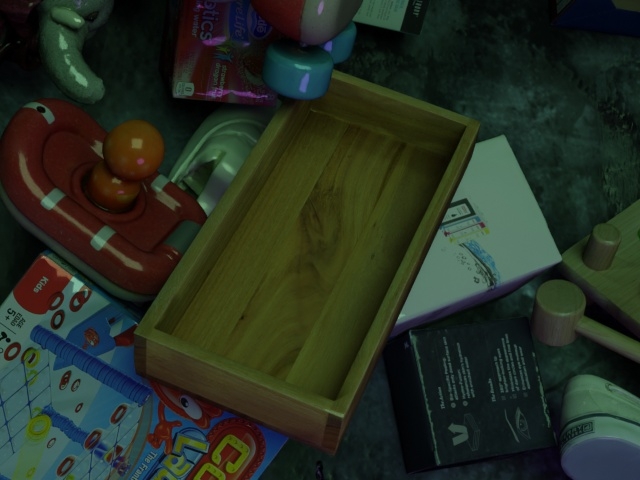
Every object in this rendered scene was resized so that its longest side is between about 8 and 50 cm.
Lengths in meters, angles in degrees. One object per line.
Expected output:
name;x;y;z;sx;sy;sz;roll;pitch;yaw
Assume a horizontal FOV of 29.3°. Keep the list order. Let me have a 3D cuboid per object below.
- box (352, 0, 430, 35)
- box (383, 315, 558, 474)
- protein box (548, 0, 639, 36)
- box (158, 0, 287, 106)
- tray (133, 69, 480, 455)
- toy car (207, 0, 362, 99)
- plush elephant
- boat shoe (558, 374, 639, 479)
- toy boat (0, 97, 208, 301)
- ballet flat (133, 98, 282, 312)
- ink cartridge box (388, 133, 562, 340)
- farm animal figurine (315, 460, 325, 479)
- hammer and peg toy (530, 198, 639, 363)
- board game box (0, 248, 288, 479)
box;0.021;-0.333;1.530;0.244;0.060;0.101;9;111;-20
box;0.172;0.180;1.429;0.158;0.093;0.156;-5;75;-21
protein box;0.425;-0.402;1.679;0.199;0.136;0.201;4;72;-16
box;-0.103;-0.294;1.407;0.128;0.123;0.257;3;111;-16
tray;0.000;0.000;1.225;0.202;0.076;0.411;21;50;10
toy car;-0.068;-0.301;1.269;0.238;0.219;0.210;19;31;5
plush elephant;-0.329;-0.236;1.300;0.255;0.272;0.330;1;71;-16
boat shoe;0.425;0.259;1.471;0.367;0.136;0.156;28;41;-20
toy boat;-0.202;-0.061;1.201;0.231;0.151;0.151;37;38;-1
ballet flat;-0.132;-0.027;1.377;0.139;0.139;0.400;37;65;-4
ink cartridge box;0.121;0.007;1.426;0.232;0.171;0.168;-18;78;-22
farm animal figurine;-0.035;0.447;1.246;0.330;0.172;0.327;-36;99;-32
hammer and peg toy;0.426;0.075;1.474;0.361;0.127;0.266;-32;59;-29
board game box;-0.239;0.218;1.221;0.302;0.086;0.308;36;90;-4
